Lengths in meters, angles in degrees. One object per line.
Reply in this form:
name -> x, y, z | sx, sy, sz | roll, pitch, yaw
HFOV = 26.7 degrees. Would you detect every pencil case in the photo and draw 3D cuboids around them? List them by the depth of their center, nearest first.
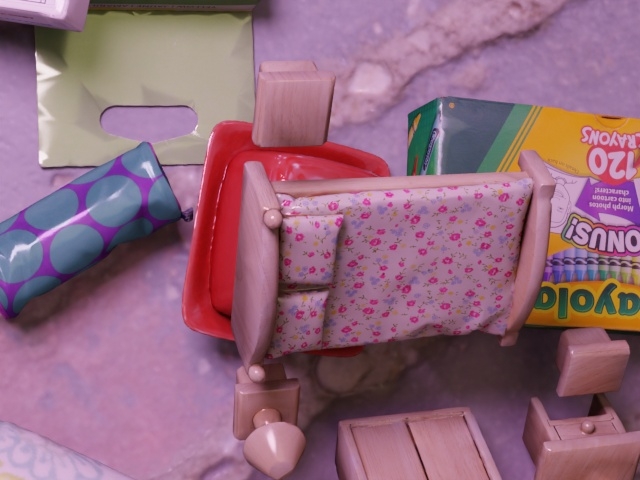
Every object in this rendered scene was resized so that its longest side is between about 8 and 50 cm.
pencil case -> -0.170, -0.007, 0.952 | 0.152, 0.070, 0.064 | -31, 61, -14

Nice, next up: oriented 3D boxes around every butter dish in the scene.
butter dish -> 0.000, 0.000, 0.958 | 0.160, 0.118, 0.160 | 13, 83, -30

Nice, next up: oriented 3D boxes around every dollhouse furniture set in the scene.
dollhouse furniture set -> 0.108, 0.072, 0.864 | 0.303, 0.174, 0.355 | -4, 128, -13

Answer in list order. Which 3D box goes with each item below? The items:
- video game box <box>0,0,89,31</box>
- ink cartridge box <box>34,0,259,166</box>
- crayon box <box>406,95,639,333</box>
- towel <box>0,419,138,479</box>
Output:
video game box -> -0.235, -0.256, 0.924 | 0.187, 0.048, 0.205 | 11, 85, 9
ink cartridge box -> -0.125, -0.175, 0.984 | 0.171, 0.056, 0.235 | -2, 84, -16
crayon box -> 0.204, -0.011, 1.044 | 0.278, 0.081, 0.165 | 4, 84, -15
towel -> -0.179, 0.342, 0.890 | 0.320, 0.090, 0.374 | 27, 77, -6
